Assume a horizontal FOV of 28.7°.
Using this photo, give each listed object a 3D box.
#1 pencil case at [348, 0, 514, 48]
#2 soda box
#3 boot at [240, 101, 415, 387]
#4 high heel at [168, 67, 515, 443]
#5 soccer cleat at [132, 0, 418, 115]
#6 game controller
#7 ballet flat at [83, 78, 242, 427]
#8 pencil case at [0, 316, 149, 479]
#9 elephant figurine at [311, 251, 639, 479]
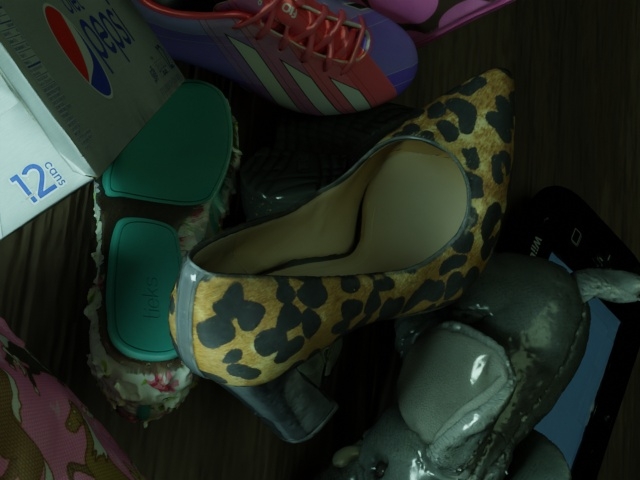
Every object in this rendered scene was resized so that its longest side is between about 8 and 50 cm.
[{"bbox_3d":[0.084,-0.186,0.870,0.095,0.209,0.098,-13,82,-52],"label":"pencil case"},{"bbox_3d":[-0.141,-0.067,0.579,0.091,0.098,0.286,56,9,-12],"label":"soda box"},{"bbox_3d":[0.000,0.000,0.853,0.246,0.083,0.161,-50,145,-61],"label":"boot"},{"bbox_3d":[0.026,-0.023,0.665,0.261,0.093,0.186,-55,152,-12],"label":"high heel"},{"bbox_3d":[-0.034,-0.137,0.784,0.248,0.095,0.083,13,76,-27],"label":"soccer cleat"},{"bbox_3d":[0.185,0.108,1.030,0.166,0.067,0.319,48,52,-30],"label":"game controller"},{"bbox_3d":[-0.097,0.005,0.740,0.091,0.077,0.241,11,46,-4],"label":"ballet flat"},{"bbox_3d":[-0.143,0.155,0.621,0.167,0.160,0.386,-39,116,-8],"label":"pencil case"},{"bbox_3d":[0.091,0.127,0.843,0.169,0.186,0.239,24,52,-12],"label":"elephant figurine"}]
